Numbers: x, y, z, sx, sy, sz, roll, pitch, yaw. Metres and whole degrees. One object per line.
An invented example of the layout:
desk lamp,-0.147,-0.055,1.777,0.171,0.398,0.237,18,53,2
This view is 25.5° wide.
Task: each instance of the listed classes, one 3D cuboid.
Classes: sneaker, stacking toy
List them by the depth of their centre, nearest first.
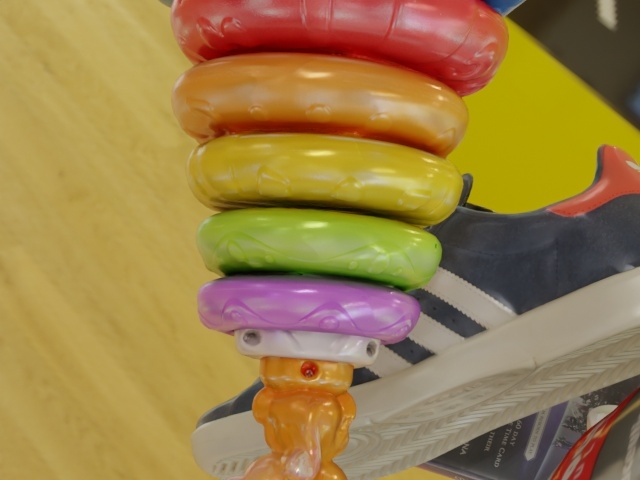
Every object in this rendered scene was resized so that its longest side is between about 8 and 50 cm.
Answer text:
stacking toy,0.000,0.000,0.664,0.175,0.166,0.302,6,82,-13
sneaker,0.069,0.049,0.912,0.131,0.350,0.148,43,29,-59

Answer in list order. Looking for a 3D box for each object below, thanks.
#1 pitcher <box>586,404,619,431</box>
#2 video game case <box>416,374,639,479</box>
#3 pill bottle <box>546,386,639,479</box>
pitcher,0.135,0.189,0.626,0.125,0.177,0.207,-7,24,14
video game case,0.179,0.099,1.037,0.274,0.026,0.196,16,67,17
pill bottle,0.143,0.087,0.342,0.161,0.283,0.161,10,57,-15
